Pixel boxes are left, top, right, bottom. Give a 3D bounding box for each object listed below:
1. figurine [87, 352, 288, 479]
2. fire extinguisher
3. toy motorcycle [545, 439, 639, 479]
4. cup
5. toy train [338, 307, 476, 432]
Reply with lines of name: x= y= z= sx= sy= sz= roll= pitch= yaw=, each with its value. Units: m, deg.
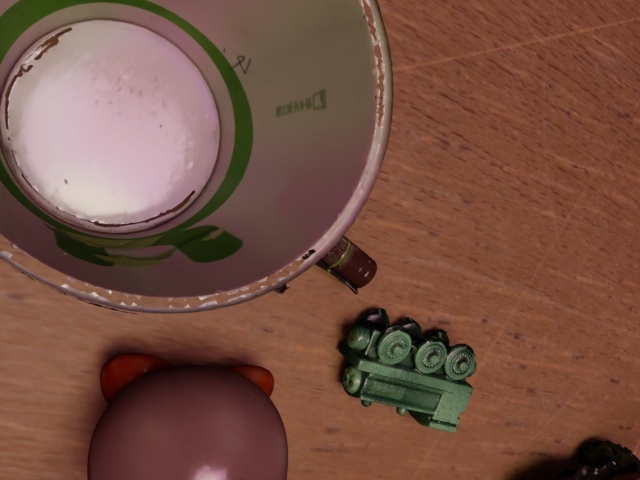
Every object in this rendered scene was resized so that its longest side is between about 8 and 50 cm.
figurine: x=-0.110 y=0.189 z=0.496 sx=0.173 sy=0.173 sz=0.173 roll=-3 pitch=96 yaw=-26
fire extinguisher: x=0.000 y=0.000 z=0.605 sx=0.132 sy=0.039 sz=0.056 roll=38 pitch=69 yaw=-24
toy motorcycle: x=0.394 y=0.354 z=0.742 sx=0.401 sy=0.207 sz=0.134 roll=-19 pitch=132 yaw=-27
cup: x=-0.125 y=-0.094 z=0.405 sx=0.253 sy=0.274 sz=0.253 roll=-2 pitch=95 yaw=-27
toy train: x=0.096 y=0.145 z=0.649 sx=0.170 sy=0.071 sz=0.111 roll=19 pitch=94 yaw=-26
